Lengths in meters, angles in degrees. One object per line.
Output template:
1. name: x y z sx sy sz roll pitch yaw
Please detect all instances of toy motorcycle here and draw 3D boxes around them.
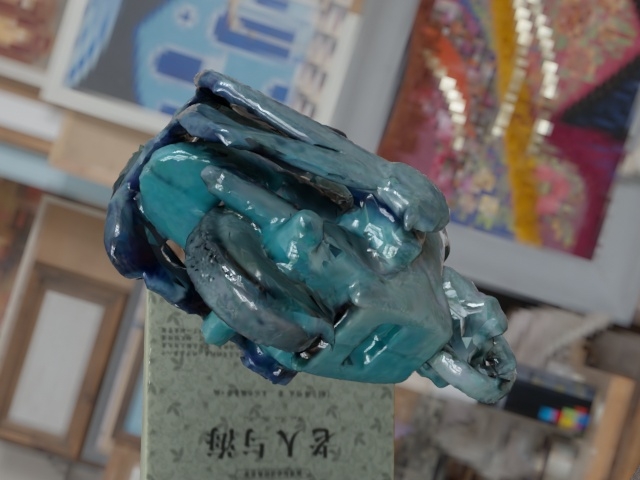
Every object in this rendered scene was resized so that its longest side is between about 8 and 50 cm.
1. toy motorcycle: 0.000 0.000 0.999 0.154 0.260 0.206 -48 51 22

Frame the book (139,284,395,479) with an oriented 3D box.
1. book: -0.047 0.227 1.623 0.032 0.268 0.389 -11 78 62

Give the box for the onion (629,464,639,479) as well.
1. onion: 0.483 0.372 2.026 0.260 0.281 0.337 -43 -72 -86
